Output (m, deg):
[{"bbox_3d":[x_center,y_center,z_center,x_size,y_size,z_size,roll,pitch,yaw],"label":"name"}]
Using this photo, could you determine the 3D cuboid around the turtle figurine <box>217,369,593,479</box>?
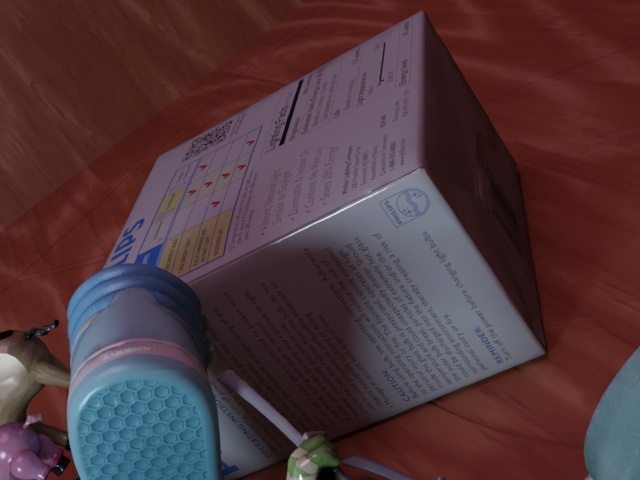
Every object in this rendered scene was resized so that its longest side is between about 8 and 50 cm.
[{"bbox_3d":[0.072,0.162,0.656,0.266,0.198,0.274,-19,31,21],"label":"turtle figurine"}]

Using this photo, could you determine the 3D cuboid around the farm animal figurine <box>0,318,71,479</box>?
[{"bbox_3d":[-0.348,0.254,0.879,0.326,0.172,0.330,-62,3,48],"label":"farm animal figurine"}]

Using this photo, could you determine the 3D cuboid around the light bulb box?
[{"bbox_3d":[0.000,0.000,1.004,0.361,0.225,0.358,-26,26,21],"label":"light bulb box"}]

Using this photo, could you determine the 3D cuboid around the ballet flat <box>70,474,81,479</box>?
[{"bbox_3d":[-0.226,0.265,1.012,0.221,0.077,0.079,-26,5,19],"label":"ballet flat"}]

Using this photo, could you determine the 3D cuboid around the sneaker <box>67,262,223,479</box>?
[{"bbox_3d":[-0.132,0.160,0.793,0.127,0.319,0.208,-2,34,-12],"label":"sneaker"}]

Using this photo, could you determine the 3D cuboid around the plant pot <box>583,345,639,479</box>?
[{"bbox_3d":[0.288,0.113,0.411,0.293,0.293,0.196,-31,50,9],"label":"plant pot"}]
